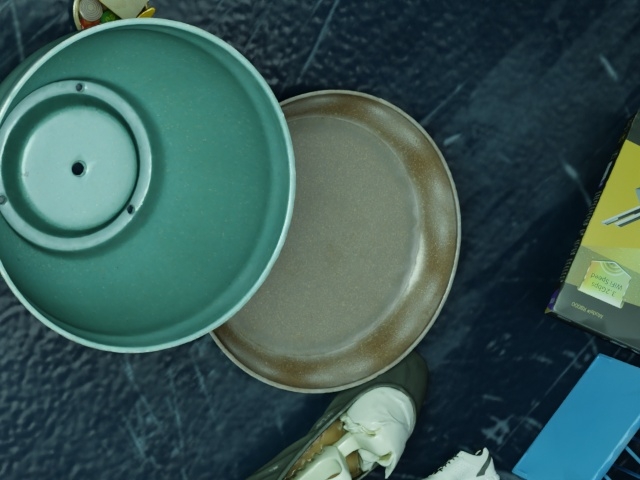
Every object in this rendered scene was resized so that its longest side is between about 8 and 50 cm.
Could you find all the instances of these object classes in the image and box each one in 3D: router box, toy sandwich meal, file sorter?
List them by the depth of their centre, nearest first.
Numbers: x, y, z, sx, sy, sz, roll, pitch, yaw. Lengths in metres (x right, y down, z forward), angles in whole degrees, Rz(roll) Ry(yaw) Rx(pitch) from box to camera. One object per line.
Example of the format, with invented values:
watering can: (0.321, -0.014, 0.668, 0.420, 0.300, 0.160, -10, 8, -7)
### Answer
toy sandwich meal: (-0.194, -0.221, 1.734, 0.085, 0.029, 0.085, -5, 100, -27)
router box: (0.434, 0.030, 1.992, 0.309, 0.081, 0.243, 23, 87, 3)
file sorter: (0.325, 0.234, 2.029, 0.104, 0.118, 0.170, 45, 77, -29)

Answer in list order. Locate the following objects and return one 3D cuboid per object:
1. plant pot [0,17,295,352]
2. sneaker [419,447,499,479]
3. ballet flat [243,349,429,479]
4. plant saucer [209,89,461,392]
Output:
plant pot: (-0.197, -0.060, 1.665, 0.293, 0.196, 0.293, -5, 101, -27)
sneaker: (0.142, 0.254, 1.987, 0.109, 0.040, 0.044, -11, 87, -29)
ballet flat: (0.026, 0.224, 1.884, 0.280, 0.096, 0.095, -43, 114, -15)
plant saucer: (0.000, 0.000, 1.861, 0.310, 0.050, 0.310, -4, 100, -26)
